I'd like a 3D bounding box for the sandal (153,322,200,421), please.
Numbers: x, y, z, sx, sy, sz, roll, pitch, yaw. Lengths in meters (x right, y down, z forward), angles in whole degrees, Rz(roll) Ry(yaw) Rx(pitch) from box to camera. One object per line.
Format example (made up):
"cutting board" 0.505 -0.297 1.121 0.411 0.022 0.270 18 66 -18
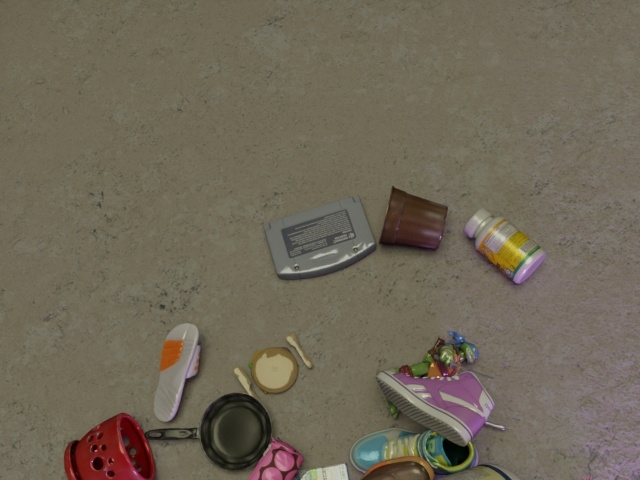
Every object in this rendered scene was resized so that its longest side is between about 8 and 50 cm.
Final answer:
"sandal" -0.381 0.354 2.027 0.101 0.076 0.265 10 81 28

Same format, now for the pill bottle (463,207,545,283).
"pill bottle" 0.495 0.009 2.043 0.117 0.118 0.208 -42 68 -12

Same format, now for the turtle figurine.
"turtle figurine" 0.294 0.363 1.869 0.266 0.198 0.275 -22 62 0

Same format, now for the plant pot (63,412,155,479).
"plant pot" -0.536 0.554 1.891 0.174 0.191 0.191 -24 65 -1

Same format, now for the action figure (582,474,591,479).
"action figure" 0.544 0.621 1.773 0.280 0.091 0.139 -4 81 5

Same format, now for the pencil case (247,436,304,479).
"pencil case" -0.135 0.597 1.863 0.098 0.095 0.209 38 78 -23

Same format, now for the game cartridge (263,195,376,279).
"game cartridge" 0.000 0.000 2.146 0.294 0.060 0.196 -17 62 0

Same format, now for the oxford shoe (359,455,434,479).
"oxford shoe" 0.105 0.624 1.739 0.363 0.132 0.130 -37 87 18

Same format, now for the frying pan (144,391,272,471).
"frying pan" -0.274 0.522 1.946 0.326 0.053 0.197 -26 71 4

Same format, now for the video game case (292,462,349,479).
"video game case" -0.007 0.631 1.885 0.166 0.015 0.119 -10 66 2

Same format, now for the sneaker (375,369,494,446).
"sneaker" 0.274 0.352 1.762 0.282 0.102 0.161 27 61 37

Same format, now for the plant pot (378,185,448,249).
"plant pot" 0.259 -0.054 2.085 0.165 0.167 0.167 13 68 4

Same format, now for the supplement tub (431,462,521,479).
"supplement tub" 0.285 0.630 1.616 0.324 0.235 0.235 -7 61 -30

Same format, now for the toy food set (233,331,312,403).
"toy food set" -0.125 0.345 2.020 0.192 0.038 0.132 -31 73 -13

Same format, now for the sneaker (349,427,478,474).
"sneaker" 0.223 0.501 1.808 0.318 0.208 0.127 -4 67 6
